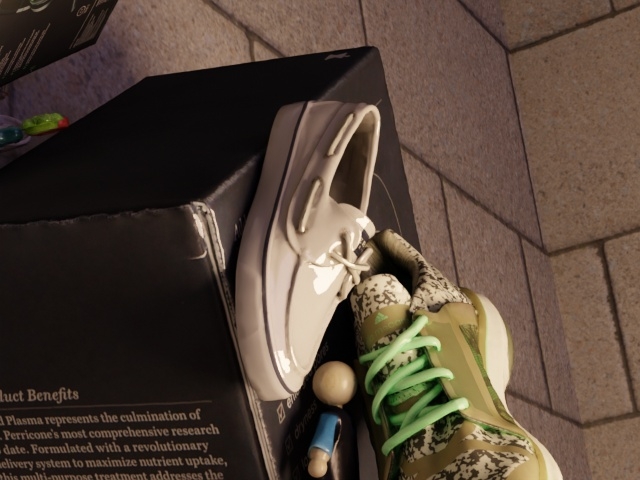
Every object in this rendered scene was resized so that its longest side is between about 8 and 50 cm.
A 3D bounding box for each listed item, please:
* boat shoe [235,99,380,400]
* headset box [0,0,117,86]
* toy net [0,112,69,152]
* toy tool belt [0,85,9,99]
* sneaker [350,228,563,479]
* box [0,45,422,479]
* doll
[{"bbox_3d":[0.000,0.000,1.028,0.096,0.088,0.268,61,31,-45],"label":"boat shoe"},{"bbox_3d":[-0.286,-0.284,1.255,0.131,0.246,0.283,38,33,4],"label":"headset box"},{"bbox_3d":[-0.298,-0.109,1.226,0.232,0.122,0.045,-173,-112,-80],"label":"toy net"},{"bbox_3d":[-0.342,-0.162,1.345,0.083,0.052,0.051,-45,151,-58],"label":"toy tool belt"},{"bbox_3d":[0.074,0.122,1.091,0.182,0.158,0.410,52,12,-22],"label":"sneaker"},{"bbox_3d":[-0.090,0.108,1.280,0.480,0.297,0.472,-49,132,-61],"label":"box"},{"bbox_3d":[0.015,0.194,1.075,0.129,0.046,0.189,23,61,-77],"label":"doll"}]
